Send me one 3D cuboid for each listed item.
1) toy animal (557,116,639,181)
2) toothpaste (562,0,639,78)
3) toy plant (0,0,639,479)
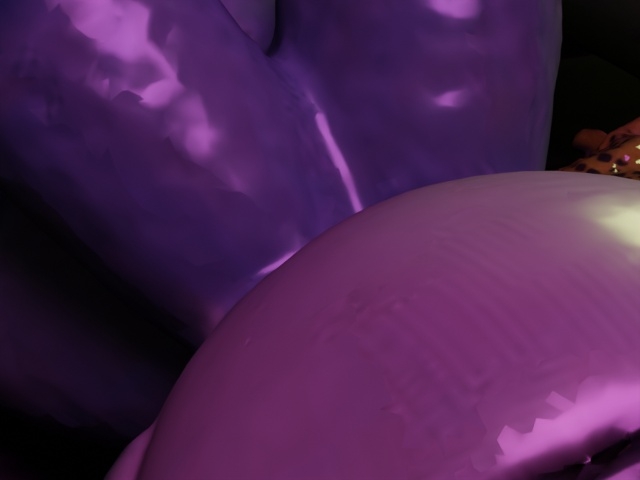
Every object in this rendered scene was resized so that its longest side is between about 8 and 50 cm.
[{"bbox_3d":[0.124,-0.016,0.583,0.136,0.073,0.181,-28,16,-37],"label":"toy animal"},{"bbox_3d":[0.068,-0.122,0.629,0.392,0.061,0.099,24,51,-26],"label":"toothpaste"},{"bbox_3d":[0.000,0.000,0.488,0.247,0.247,0.332,-14,52,-23],"label":"toy plant"}]
